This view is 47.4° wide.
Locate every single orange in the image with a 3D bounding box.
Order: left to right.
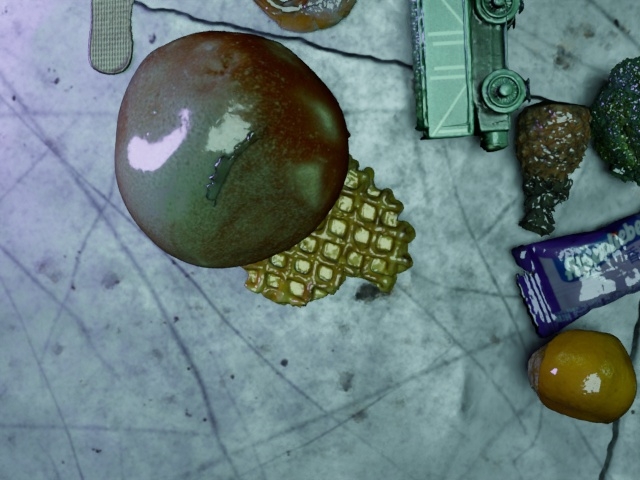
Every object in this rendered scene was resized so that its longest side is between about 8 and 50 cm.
[{"bbox_3d":[0.377,0.192,1.047,0.157,0.156,0.134,29,84,-4],"label":"orange"}]

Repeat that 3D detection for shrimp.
[{"bbox_3d":[-0.038,-0.367,1.024,0.188,0.051,0.132,21,95,-6],"label":"shrimp"}]

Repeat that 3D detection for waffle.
[{"bbox_3d":[0.000,0.000,1.062,0.253,0.056,0.249,-41,93,1],"label":"waffle"}]

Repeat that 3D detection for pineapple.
[{"bbox_3d":[0.325,-0.100,1.039,0.108,0.108,0.197,3,104,-2],"label":"pineapple"}]

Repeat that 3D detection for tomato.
[{"bbox_3d":[-0.119,-0.122,0.925,0.304,0.239,0.303,-5,79,25],"label":"tomato"}]

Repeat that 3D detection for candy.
[{"bbox_3d":[0.426,0.038,1.070,0.275,0.070,0.145,-19,90,5],"label":"candy"}]

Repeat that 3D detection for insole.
[{"bbox_3d":[-0.300,-0.365,1.041,0.086,0.005,0.253,0,96,-1],"label":"insole"}]

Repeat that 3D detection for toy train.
[{"bbox_3d":[0.204,-0.256,1.015,0.155,0.115,0.269,-4,96,8],"label":"toy train"}]

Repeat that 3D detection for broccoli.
[{"bbox_3d":[0.464,-0.164,1.005,0.195,0.156,0.195,4,95,44],"label":"broccoli"}]
